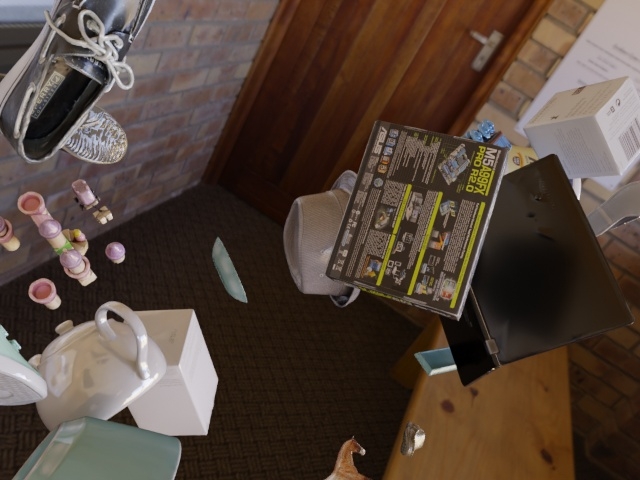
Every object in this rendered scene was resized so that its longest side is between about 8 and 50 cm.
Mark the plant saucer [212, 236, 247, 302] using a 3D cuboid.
[{"bbox_3d":[-0.253,0.086,1.539,0.037,0.195,0.195,-24,51,-14],"label":"plant saucer"}]

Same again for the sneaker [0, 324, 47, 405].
[{"bbox_3d":[-0.435,0.108,0.739,0.256,0.094,0.151,65,11,-49],"label":"sneaker"}]

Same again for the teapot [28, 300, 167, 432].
[{"bbox_3d":[-0.424,0.229,1.063,0.187,0.256,0.252,58,-12,-4],"label":"teapot"}]

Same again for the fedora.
[{"bbox_3d":[0.000,0.000,1.133,0.124,0.276,0.244,-3,29,-17],"label":"fedora"}]

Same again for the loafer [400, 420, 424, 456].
[{"bbox_3d":[0.222,0.470,1.358,0.050,0.056,0.148,14,8,11],"label":"loafer"}]

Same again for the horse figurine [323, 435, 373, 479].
[{"bbox_3d":[0.058,0.714,1.624,0.174,0.263,0.066,42,0,25],"label":"horse figurine"}]

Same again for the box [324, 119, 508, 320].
[{"bbox_3d":[0.151,-0.037,0.897,0.216,0.270,0.060,16,-8,18],"label":"box"}]

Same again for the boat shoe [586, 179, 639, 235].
[{"bbox_3d":[0.687,-0.077,1.290,0.064,0.206,0.075,-12,69,-45],"label":"boat shoe"}]

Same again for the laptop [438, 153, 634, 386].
[{"bbox_3d":[0.419,0.087,1.300,0.236,0.408,0.382,-11,67,-7],"label":"laptop"}]

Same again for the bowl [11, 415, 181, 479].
[{"bbox_3d":[-0.358,0.379,0.811,0.163,0.311,0.312,40,26,-14],"label":"bowl"}]

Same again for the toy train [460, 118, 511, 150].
[{"bbox_3d":[0.388,-0.221,1.367,0.105,0.080,0.184,52,40,-1],"label":"toy train"}]

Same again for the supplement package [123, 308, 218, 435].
[{"bbox_3d":[-0.383,0.337,1.434,0.175,0.293,0.178,-3,40,5],"label":"supplement package"}]

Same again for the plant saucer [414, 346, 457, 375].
[{"bbox_3d":[0.325,0.301,1.464,0.192,0.018,0.067,1,42,-40],"label":"plant saucer"}]

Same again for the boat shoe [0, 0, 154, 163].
[{"bbox_3d":[-0.276,-0.227,0.672,0.105,0.306,0.113,47,8,34],"label":"boat shoe"}]

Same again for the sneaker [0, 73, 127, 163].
[{"bbox_3d":[-0.401,-0.186,0.846,0.118,0.083,0.222,23,-2,45],"label":"sneaker"}]

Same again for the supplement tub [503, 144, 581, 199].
[{"bbox_3d":[0.553,-0.160,1.671,0.324,0.236,0.235,7,33,-10],"label":"supplement tub"}]

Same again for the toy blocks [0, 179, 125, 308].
[{"bbox_3d":[-0.714,-0.024,1.562,0.309,0.260,0.289,-37,79,-21],"label":"toy blocks"}]

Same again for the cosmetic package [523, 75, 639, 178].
[{"bbox_3d":[0.582,-0.238,1.249,0.151,0.151,0.183,55,-23,-20],"label":"cosmetic package"}]
